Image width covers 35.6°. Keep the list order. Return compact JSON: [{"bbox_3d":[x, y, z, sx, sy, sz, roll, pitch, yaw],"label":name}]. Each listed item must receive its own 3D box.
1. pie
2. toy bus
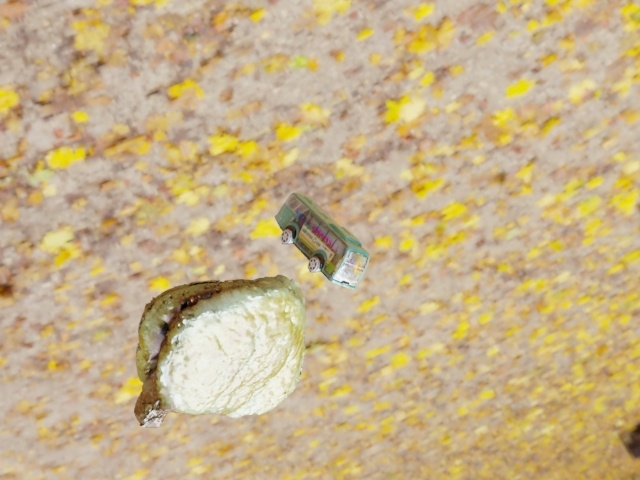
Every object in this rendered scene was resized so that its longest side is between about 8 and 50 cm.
[{"bbox_3d":[-0.201,0.233,2.224,0.418,0.180,0.395,-3,127,-33],"label":"pie"},{"bbox_3d":[0.000,0.000,2.115,0.091,0.262,0.109,19,108,-44],"label":"toy bus"}]
